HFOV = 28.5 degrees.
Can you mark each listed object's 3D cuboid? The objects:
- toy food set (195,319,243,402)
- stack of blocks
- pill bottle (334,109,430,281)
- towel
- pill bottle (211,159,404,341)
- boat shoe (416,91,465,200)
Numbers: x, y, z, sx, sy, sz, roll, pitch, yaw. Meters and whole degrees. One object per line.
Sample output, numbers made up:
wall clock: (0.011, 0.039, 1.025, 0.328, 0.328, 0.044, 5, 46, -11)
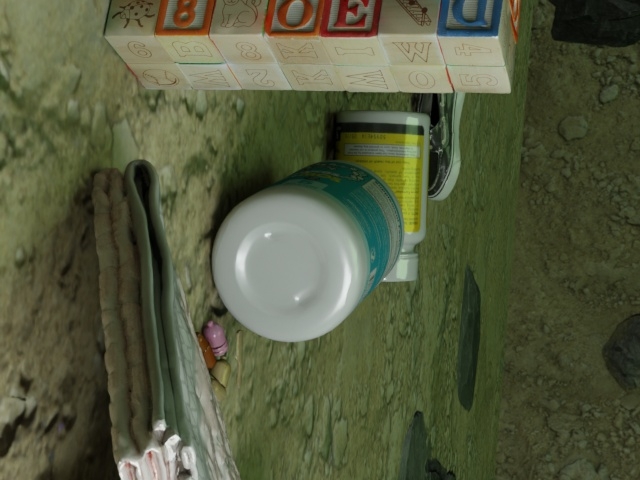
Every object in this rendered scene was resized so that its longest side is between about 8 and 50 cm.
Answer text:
toy food set: (-0.106, 0.112, 1.142, 0.122, 0.019, 0.077, 0, 92, -66)
stack of blocks: (0.002, -0.208, 0.959, 0.087, 0.297, 0.171, 56, 41, -64)
pill bottle: (0.075, -0.056, 1.570, 0.119, 0.119, 0.208, -8, 100, -74)
towel: (-0.092, 0.149, 0.890, 0.331, 0.054, 0.316, -108, -175, -55)
pill bottle: (0.000, 0.000, 1.264, 0.264, 0.146, 0.146, -37, 128, -71)
boat shoe: (0.179, -0.173, 2.026, 0.070, 0.078, 0.219, 0, 97, -40)
